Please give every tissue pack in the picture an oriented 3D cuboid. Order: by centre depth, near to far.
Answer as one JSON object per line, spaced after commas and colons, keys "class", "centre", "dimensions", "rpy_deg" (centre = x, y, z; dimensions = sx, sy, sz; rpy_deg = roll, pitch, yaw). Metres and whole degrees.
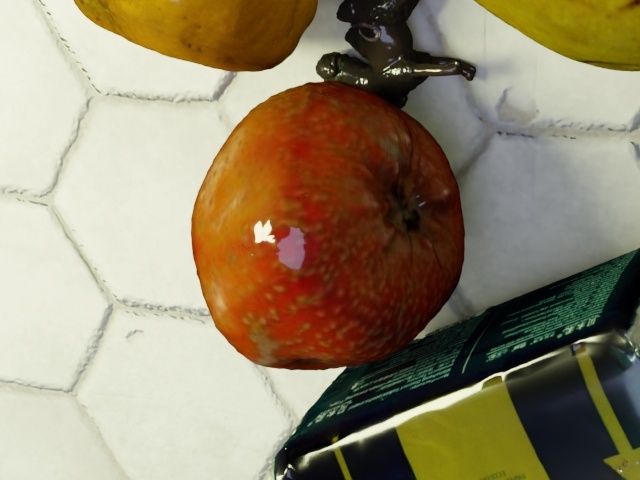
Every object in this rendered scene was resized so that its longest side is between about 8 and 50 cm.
{"class": "tissue pack", "centre": [0.201, 0.197, 1.559], "dimensions": [0.416, 0.264, 0.253], "rpy_deg": [-27, 98, 28]}

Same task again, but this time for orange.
{"class": "orange", "centre": [-0.120, -0.267, 1.487], "dimensions": [0.249, 0.249, 0.183], "rpy_deg": [18, 104, 13]}

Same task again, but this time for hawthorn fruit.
{"class": "hawthorn fruit", "centre": [0.000, 0.000, 1.548], "dimensions": [0.275, 0.275, 0.300], "rpy_deg": [41, 140, -1]}

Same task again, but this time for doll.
{"class": "doll", "centre": [0.064, -0.191, 1.546], "dimensions": [0.165, 0.057, 0.139], "rpy_deg": [-8, 114, 30]}

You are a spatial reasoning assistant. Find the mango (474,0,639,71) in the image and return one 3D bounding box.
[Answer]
{"class": "mango", "centre": [0.203, -0.332, 1.324], "dimensions": [0.445, 0.220, 0.301], "rpy_deg": [43, 116, 2]}
